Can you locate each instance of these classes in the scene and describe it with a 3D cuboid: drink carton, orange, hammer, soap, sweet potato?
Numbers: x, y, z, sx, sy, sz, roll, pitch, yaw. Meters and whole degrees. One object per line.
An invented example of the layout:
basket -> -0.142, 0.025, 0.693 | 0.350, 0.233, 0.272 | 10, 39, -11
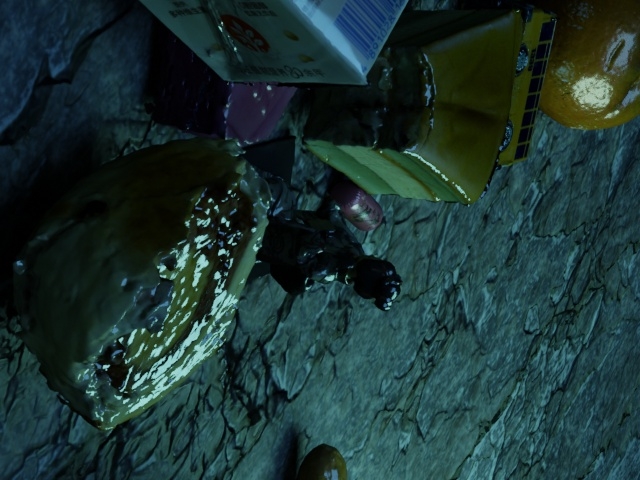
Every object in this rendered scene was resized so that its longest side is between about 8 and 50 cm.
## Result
drink carton -> -0.087, -0.264, 1.350 | 0.324, 0.194, 0.132 | 41, 67, -37
orange -> 0.353, -0.245, 2.183 | 0.224, 0.170, 0.224 | -34, 132, -47
hammer -> 0.042, -0.040, 1.927 | 0.043, 0.043, 0.083 | -64, 148, -11
soap -> -0.070, -0.205, 1.605 | 0.250, 0.099, 0.162 | -64, 156, -11
sweet potato -> 0.000, 0.405, 2.058 | 0.106, 0.095, 0.354 | -99, -170, -57

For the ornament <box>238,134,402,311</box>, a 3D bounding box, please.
ornament -> 0.000, 0.000, 1.734 | 0.166, 0.196, 0.153 | -22, 126, -53

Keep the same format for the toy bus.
toy bus -> 0.212, -0.195, 2.056 | 0.114, 0.098, 0.201 | -16, 120, -55

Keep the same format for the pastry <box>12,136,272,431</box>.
pastry -> -0.169, 0.025, 1.519 | 0.256, 0.170, 0.236 | -50, 164, -39

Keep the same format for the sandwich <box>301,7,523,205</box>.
sandwich -> 0.096, -0.176, 1.816 | 0.198, 0.155, 0.227 | 32, 69, -54
